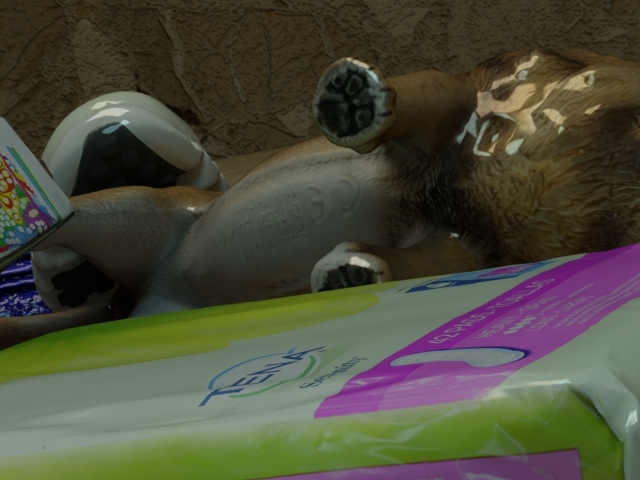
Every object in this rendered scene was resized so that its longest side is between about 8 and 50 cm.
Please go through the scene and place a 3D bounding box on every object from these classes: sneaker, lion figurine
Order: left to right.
[{"bbox_3d":[-0.107,-0.018,1.015,0.110,0.118,0.292,-23,-17,-7],"label":"sneaker"},{"bbox_3d":[0.000,0.000,0.835,0.392,0.142,0.240,-5,0,31],"label":"lion figurine"}]

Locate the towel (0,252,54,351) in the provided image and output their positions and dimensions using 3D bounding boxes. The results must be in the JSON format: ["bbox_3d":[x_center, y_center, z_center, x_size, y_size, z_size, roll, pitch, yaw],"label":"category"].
[{"bbox_3d":[-0.267,0.048,1.275,0.308,0.076,0.228,-9,7,-11],"label":"towel"}]

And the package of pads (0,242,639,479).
[{"bbox_3d":[-0.012,0.076,0.537,0.297,0.101,0.229,-10,6,28],"label":"package of pads"}]

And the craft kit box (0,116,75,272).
[{"bbox_3d":[-0.240,0.070,0.699,0.250,0.061,0.246,-35,6,27],"label":"craft kit box"}]
